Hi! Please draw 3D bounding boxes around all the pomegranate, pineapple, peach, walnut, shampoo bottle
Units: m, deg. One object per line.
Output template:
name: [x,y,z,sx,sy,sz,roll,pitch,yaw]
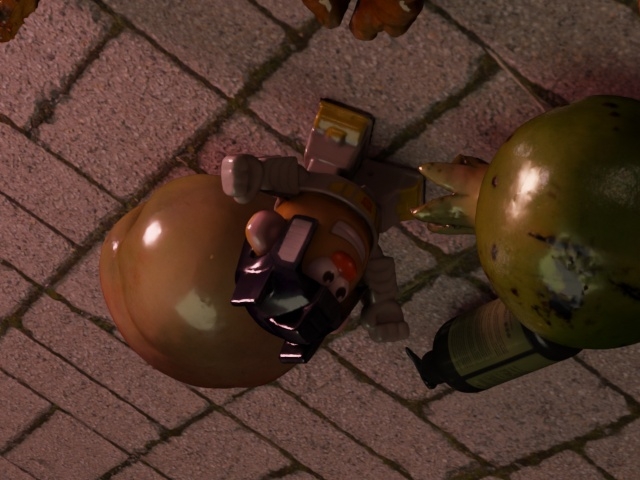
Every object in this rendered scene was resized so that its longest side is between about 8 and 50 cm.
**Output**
pomegranate: [0.252,-0.021,1.542,0.341,0.260,0.260,7,141,32]
pineapple: [-0.355,-0.294,1.720,0.069,0.137,0.116,24,-172,11]
peach: [-0.135,0.058,1.885,0.292,0.247,0.292,15,122,26]
walnut: [0.044,-0.277,1.489,0.143,0.069,0.170,23,144,8]
shampoo bottle: [0.212,0.132,1.879,0.101,0.101,0.284,39,144,-16]

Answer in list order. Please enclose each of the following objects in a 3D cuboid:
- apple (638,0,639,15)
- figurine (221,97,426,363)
apple: [0.390,-0.211,1.232,0.261,0.194,0.261,18,147,12]
figurine: [0.001,0.003,1.698,0.308,0.308,0.143,35,150,-11]
